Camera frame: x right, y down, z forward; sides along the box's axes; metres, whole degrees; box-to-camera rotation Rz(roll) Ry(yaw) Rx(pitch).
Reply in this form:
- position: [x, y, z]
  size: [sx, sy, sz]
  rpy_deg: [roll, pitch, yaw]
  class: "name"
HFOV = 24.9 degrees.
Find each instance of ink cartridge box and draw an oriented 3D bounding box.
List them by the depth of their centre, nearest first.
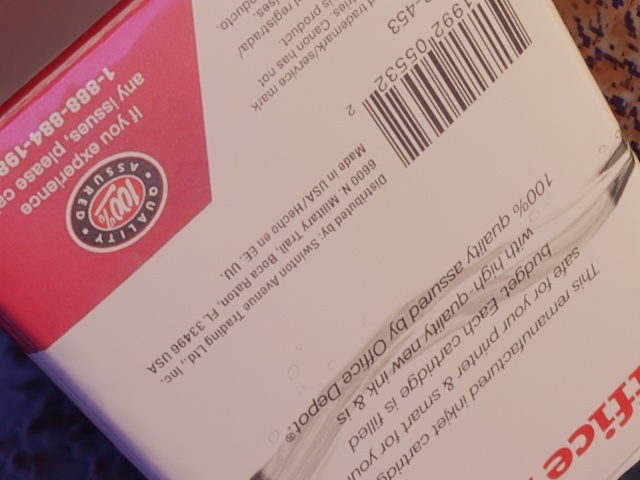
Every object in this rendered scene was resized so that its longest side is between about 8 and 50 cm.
- position: [0.000, 0.000, 0.440]
  size: [0.172, 0.100, 0.237]
  rpy_deg: [-43, 124, -10]
  class: "ink cartridge box"
